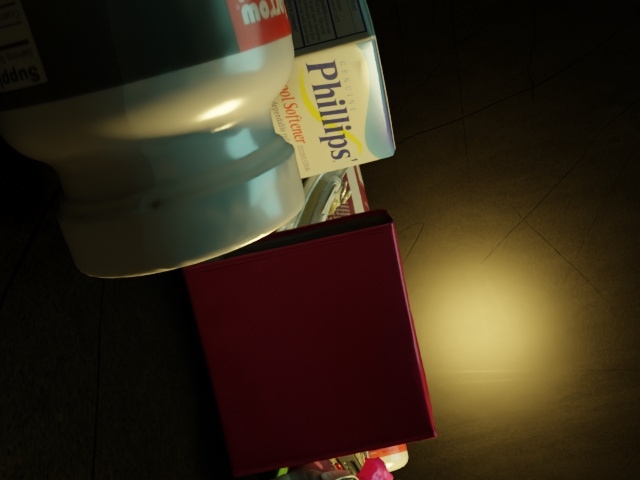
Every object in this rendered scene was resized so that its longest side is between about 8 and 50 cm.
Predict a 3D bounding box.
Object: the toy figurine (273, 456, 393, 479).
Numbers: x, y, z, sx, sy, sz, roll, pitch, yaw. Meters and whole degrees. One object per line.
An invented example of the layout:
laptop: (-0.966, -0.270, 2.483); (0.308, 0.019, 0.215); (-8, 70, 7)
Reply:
toy figurine: (0.025, 0.343, 1.140); (0.173, 0.159, 0.130); (97, 18, -56)

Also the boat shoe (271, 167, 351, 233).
boat shoe: (-0.017, -0.043, 1.458); (0.118, 0.103, 0.320); (-44, -168, 48)

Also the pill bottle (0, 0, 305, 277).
pill bottle: (-0.135, -0.175, 0.524); (0.210, 0.210, 0.362); (-90, 165, -72)

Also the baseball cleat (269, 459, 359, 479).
baseball cleat: (0.002, 0.293, 0.968); (0.206, 0.110, 0.072); (-33, 120, -74)

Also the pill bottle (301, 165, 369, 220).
pill bottle: (0.000, 0.000, 1.633); (0.224, 0.224, 0.392); (68, 10, -63)

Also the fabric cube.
fabric cube: (-0.005, 0.115, 1.033); (0.259, 0.254, 0.258); (-68, 144, -83)

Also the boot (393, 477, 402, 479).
boot: (0.125, 0.584, 1.646); (0.248, 0.090, 0.206); (-10, -93, 56)

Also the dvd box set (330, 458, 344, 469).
dvd box set: (0.042, 0.470, 1.401); (0.420, 0.062, 0.307); (68, -3, -69)

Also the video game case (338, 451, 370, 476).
video game case: (0.038, 0.297, 1.451); (0.248, 0.035, 0.274); (67, 9, -51)

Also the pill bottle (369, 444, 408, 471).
pill bottle: (0.082, 0.374, 1.829); (0.181, 0.182, 0.322); (59, 19, -76)

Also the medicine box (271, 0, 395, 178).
medicine box: (-0.051, -0.229, 1.219); (0.263, 0.290, 0.149); (70, 8, -55)
